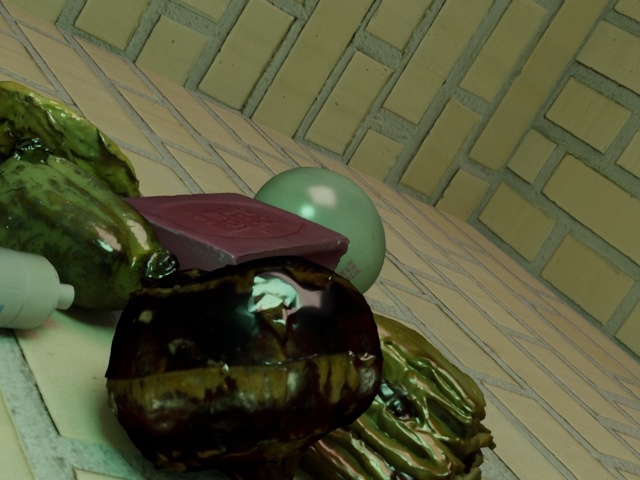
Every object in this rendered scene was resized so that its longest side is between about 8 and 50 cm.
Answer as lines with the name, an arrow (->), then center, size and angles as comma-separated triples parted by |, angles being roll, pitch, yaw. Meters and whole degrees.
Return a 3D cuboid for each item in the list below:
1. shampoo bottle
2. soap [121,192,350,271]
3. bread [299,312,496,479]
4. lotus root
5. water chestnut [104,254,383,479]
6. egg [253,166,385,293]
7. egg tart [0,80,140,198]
shampoo bottle -> -0.379, 0.043, 1.161 | 0.092, 0.092, 0.303 | 40, 15, 34
soap -> -0.138, 0.026, 1.609 | 0.233, 0.128, 0.359 | 23, 13, 23
bread -> 0.096, 0.209, 1.444 | 0.314, 0.191, 0.370 | 35, 11, 18
lotus root -> -0.307, -0.003, 1.388 | 0.309, 0.173, 0.173 | 34, 12, 21
water chestnut -> -0.079, 0.156, 1.163 | 0.300, 0.300, 0.300 | 30, 12, -7
egg -> 0.000, 0.000, 1.937 | 0.230, 0.230, 0.371 | 37, -2, 25
egg tart -> -0.392, -0.105, 1.566 | 0.297, 0.132, 0.297 | 24, -28, 13
